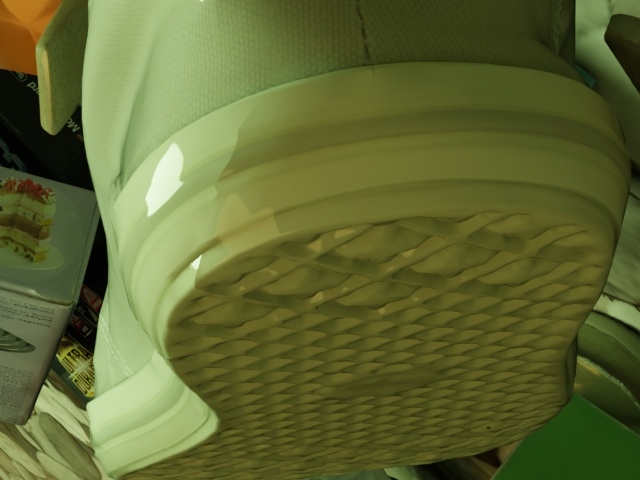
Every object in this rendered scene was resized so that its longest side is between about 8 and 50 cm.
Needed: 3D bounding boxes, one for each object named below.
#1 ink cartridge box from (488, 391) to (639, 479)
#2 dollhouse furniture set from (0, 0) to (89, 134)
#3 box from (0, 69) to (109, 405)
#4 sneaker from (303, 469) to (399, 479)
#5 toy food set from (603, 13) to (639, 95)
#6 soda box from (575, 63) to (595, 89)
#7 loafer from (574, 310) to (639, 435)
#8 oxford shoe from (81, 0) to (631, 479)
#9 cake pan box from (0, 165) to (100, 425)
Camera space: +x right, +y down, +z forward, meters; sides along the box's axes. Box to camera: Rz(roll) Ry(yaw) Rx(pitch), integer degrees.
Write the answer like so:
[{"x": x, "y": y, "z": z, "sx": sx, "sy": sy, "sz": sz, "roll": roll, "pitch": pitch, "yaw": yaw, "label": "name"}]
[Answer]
[{"x": 0.180, "y": 0.216, "z": 0.759, "sx": 0.289, "sy": 0.121, "sz": 0.211, "roll": 33, "pitch": 160, "yaw": 20, "label": "ink cartridge box"}, {"x": -0.212, "y": -0.161, "z": 0.689, "sx": 0.262, "sy": 0.135, "sz": 0.259, "roll": 12, "pitch": 130, "yaw": 11, "label": "dollhouse furniture set"}, {"x": -0.154, "y": -0.022, "z": 1.063, "sx": 0.293, "sy": 0.073, "sz": 0.295, "roll": 44, "pitch": 158, "yaw": -5, "label": "box"}, {"x": -0.026, "y": 0.144, "z": 0.965, "sx": 0.127, "sy": 0.126, "sz": 0.321, "roll": 10, "pitch": 161, "yaw": 35, "label": "sneaker"}, {"x": 0.177, "y": -0.037, "z": 0.433, "sx": 0.218, "sy": 0.071, "sz": 0.128, "roll": 22, "pitch": 178, "yaw": 27, "label": "toy food set"}, {"x": 0.005, "y": -0.080, "z": 0.678, "sx": 0.183, "sy": 0.063, "sz": 0.058, "roll": 40, "pitch": 158, "yaw": 9, "label": "soda box"}, {"x": 0.088, "y": 0.052, "z": 0.797, "sx": 0.148, "sy": 0.050, "sz": 0.056, "roll": 28, "pitch": 154, "yaw": 35, "label": "loafer"}, {"x": 0.000, "y": 0.000, "z": 0.600, "sx": 0.449, "sy": 0.169, "sz": 0.130, "roll": 100, "pitch": 160, "yaw": -73, "label": "oxford shoe"}, {"x": -0.258, "y": 0.010, "z": 0.964, "sx": 0.266, "sy": 0.070, "sz": 0.246, "roll": 15, "pitch": 156, "yaw": -7, "label": "cake pan box"}]
